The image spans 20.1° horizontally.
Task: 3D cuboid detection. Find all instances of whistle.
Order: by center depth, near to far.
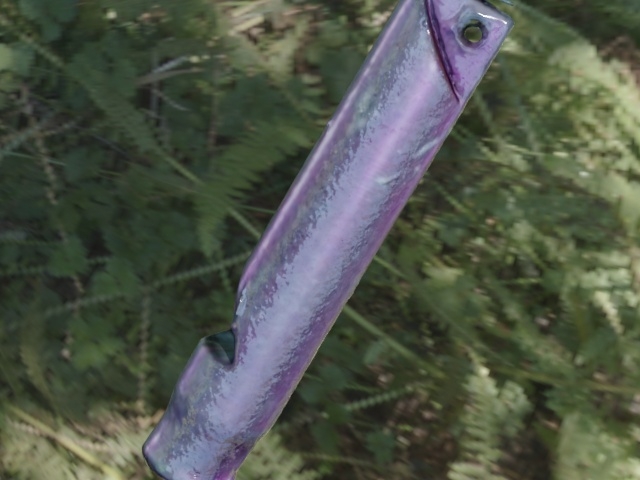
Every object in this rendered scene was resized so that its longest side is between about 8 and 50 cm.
[{"bbox_3d":[0.000,0.000,0.532,0.033,0.033,0.176,27,103,-18],"label":"whistle"}]
